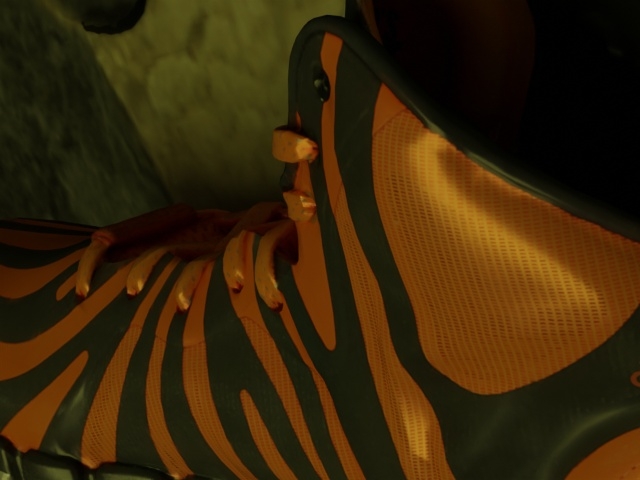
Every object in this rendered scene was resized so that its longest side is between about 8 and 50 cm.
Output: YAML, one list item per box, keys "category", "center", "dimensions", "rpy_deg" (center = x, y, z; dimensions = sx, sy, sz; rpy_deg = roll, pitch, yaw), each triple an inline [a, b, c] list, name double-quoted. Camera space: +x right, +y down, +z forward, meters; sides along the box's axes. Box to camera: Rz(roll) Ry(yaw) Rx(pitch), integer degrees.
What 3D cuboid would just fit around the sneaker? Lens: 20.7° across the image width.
- category: "sneaker"
  center: [0.000, 0.000, 0.463]
  dimensions: [0.321, 0.125, 0.180]
  rpy_deg: [16, 123, 35]
